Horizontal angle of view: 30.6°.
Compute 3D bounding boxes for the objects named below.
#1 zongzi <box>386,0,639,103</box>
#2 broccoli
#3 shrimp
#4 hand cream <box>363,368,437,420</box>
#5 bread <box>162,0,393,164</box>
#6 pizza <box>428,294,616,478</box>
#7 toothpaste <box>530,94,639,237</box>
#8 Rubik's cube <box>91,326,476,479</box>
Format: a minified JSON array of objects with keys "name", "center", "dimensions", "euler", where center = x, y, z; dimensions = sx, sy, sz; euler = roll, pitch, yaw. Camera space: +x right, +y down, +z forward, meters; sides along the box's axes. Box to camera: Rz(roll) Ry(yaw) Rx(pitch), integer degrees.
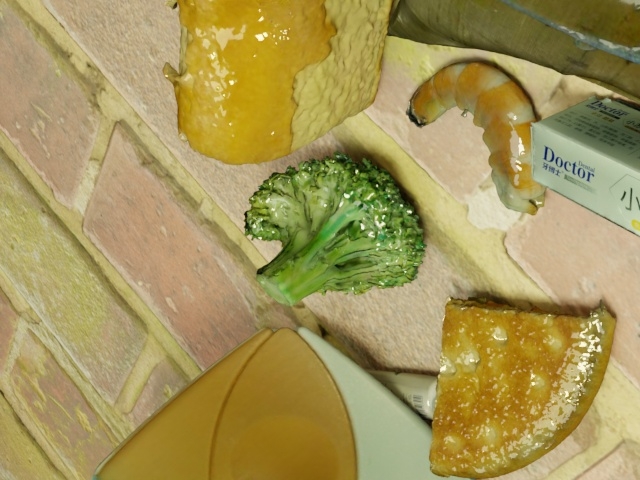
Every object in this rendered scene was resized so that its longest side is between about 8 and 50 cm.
[{"name":"zongzi","center":[0.215,-0.179,0.962],"dimensions":[0.356,0.174,0.393],"euler":[44,157,12]},{"name":"broccoli","center":[0.000,0.000,1.295],"dimensions":[0.220,0.194,0.194],"euler":[28,134,27]},{"name":"shrimp","center":[0.152,-0.099,1.173],"dimensions":[0.166,0.049,0.161],"euler":[3,114,49]},{"name":"hand cream","center":[0.093,0.193,1.450],"dimensions":[0.234,0.050,0.080],"euler":[-5,119,55]},{"name":"bread","center":[-0.037,-0.268,1.111],"dimensions":[0.165,0.237,0.375],"euler":[36,138,31]},{"name":"pizza","center":[0.196,0.141,1.248],"dimensions":[0.292,0.058,0.197],"euler":[-53,56,30]},{"name":"toothpaste","center":[0.307,-0.035,0.954],"dimensions":[0.313,0.089,0.071],"euler":[36,144,46]},{"name":"Rubik's cube","center":[-0.042,0.364,1.437],"dimensions":[0.352,0.347,0.351],"euler":[34,147,29]}]
